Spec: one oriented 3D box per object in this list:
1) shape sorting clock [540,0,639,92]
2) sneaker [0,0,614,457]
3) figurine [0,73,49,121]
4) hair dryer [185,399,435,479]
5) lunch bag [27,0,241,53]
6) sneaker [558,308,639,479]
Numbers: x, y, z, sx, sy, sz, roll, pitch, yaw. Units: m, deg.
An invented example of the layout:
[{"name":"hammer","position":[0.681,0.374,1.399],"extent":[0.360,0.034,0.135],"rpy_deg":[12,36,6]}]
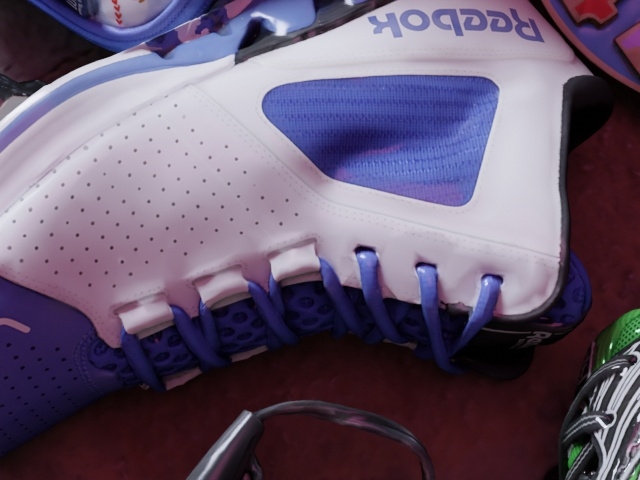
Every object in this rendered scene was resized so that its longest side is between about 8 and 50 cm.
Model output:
[{"name":"shape sorting clock","position":[0.183,-0.155,0.505],"extent":[0.206,0.040,0.206],"rpy_deg":[2,102,11]},{"name":"sneaker","position":[0.001,-0.001,0.470],"extent":[0.315,0.127,0.182],"rpy_deg":[-39,71,-14]},{"name":"figurine","position":[-0.245,-0.016,0.510],"extent":[0.209,0.092,0.215],"rpy_deg":[29,73,19]},{"name":"hair dryer","position":[-0.088,0.186,0.425],"extent":[0.293,0.080,0.224],"rpy_deg":[-6,73,-16]},{"name":"lunch bag","position":[-0.077,-0.235,0.502],"extent":[0.243,0.115,0.303],"rpy_deg":[37,109,15]},{"name":"sneaker","position":[0.121,0.118,0.426],"extent":[0.343,0.134,0.146],"rpy_deg":[-34,62,-28]}]
